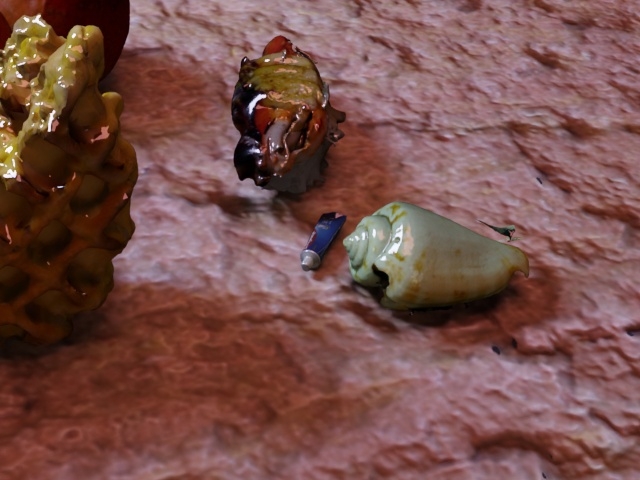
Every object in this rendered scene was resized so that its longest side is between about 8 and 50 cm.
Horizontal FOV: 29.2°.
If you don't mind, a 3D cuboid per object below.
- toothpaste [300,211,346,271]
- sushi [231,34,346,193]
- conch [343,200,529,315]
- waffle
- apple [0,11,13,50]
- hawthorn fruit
[{"bbox_3d":[0.000,0.000,1.074,0.027,0.019,0.083,-2,34,25],"label":"toothpaste"},{"bbox_3d":[-0.028,-0.118,1.154,0.097,0.103,0.226,-15,41,13],"label":"sushi"},{"bbox_3d":[0.101,0.021,1.031,0.170,0.079,0.105,6,54,-14],"label":"conch"},{"bbox_3d":[-0.292,-0.034,0.872,0.324,0.261,0.151,-6,35,-22],"label":"waffle"},{"bbox_3d":[-0.344,-0.140,1.047,0.181,0.181,0.168,-1,36,-12],"label":"apple"},{"bbox_3d":[-0.254,-0.231,1.167,0.157,0.194,0.157,14,37,-11],"label":"hawthorn fruit"}]
